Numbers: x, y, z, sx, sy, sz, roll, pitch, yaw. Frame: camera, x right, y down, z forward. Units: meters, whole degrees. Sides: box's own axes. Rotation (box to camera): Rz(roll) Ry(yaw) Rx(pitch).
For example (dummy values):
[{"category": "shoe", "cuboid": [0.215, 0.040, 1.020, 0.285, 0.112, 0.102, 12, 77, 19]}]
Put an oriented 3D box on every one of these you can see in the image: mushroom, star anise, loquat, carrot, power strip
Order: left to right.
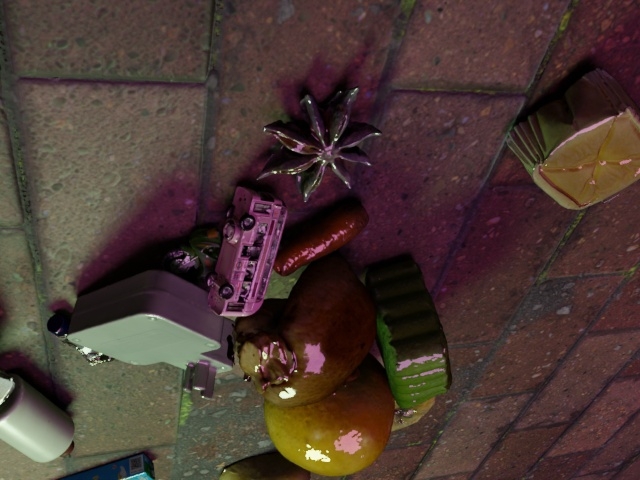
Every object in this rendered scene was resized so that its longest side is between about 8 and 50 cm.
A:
[{"category": "power strip", "cuboid": [-0.260, 0.172, 1.122, 0.229, 0.141, 0.261, -18, 145, 33]}, {"category": "mushroom", "cuboid": [-0.021, 0.166, 1.142, 0.283, 0.195, 0.263, -20, 144, -37]}, {"category": "star anise", "cuboid": [-0.007, -0.140, 0.967, 0.180, 0.061, 0.205, -8, 138, -11]}, {"category": "carrot", "cuboid": [0.000, 0.000, 1.105, 0.186, 0.060, 0.060, -35, 139, -3]}, {"category": "loquat", "cuboid": [0.027, 0.339, 1.357, 0.274, 0.275, 0.275, -11, 139, -9]}]

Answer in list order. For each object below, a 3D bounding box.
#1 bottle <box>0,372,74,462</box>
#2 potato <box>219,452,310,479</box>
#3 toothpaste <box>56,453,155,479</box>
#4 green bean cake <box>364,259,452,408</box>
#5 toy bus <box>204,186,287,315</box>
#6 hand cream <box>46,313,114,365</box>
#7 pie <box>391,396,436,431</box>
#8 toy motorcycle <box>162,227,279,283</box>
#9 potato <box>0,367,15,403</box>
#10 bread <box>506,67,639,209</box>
[{"category": "bottle", "cuboid": [-0.550, 0.353, 1.274, 0.104, 0.104, 0.245, -20, 140, 1]}, {"category": "potato", "cuboid": [-0.140, 0.631, 1.711, 0.243, 0.138, 0.098, -13, 134, -11]}, {"category": "toothpaste", "cuboid": [-0.529, 0.574, 1.565, 0.266, 0.050, 0.065, -17, 142, -2]}, {"category": "green bean cake", "cuboid": [0.170, 0.185, 1.273, 0.124, 0.222, 0.248, -15, 143, -1]}, {"category": "toy bus", "cuboid": [-0.117, 0.020, 1.039, 0.090, 0.063, 0.203, 6, 106, -38]}, {"category": "hand cream", "cuboid": [-0.426, 0.178, 1.184, 0.062, 0.039, 0.163, -23, 145, 2]}, {"category": "pie", "cuboid": [0.205, 0.413, 1.667, 0.185, 0.052, 0.218, -31, 140, 6]}, {"category": "toy motorcycle", "cuboid": [-0.162, 0.031, 1.099, 0.190, 0.074, 0.106, 16, 120, -33]}, {"category": "potato", "cuboid": [-0.654, 0.209, 1.030, 0.246, 0.196, 0.299, -47, 161, 32]}, {"category": "bread", "cuboid": [0.427, -0.158, 1.077, 0.209, 0.110, 0.192, 25, 129, -39]}]
